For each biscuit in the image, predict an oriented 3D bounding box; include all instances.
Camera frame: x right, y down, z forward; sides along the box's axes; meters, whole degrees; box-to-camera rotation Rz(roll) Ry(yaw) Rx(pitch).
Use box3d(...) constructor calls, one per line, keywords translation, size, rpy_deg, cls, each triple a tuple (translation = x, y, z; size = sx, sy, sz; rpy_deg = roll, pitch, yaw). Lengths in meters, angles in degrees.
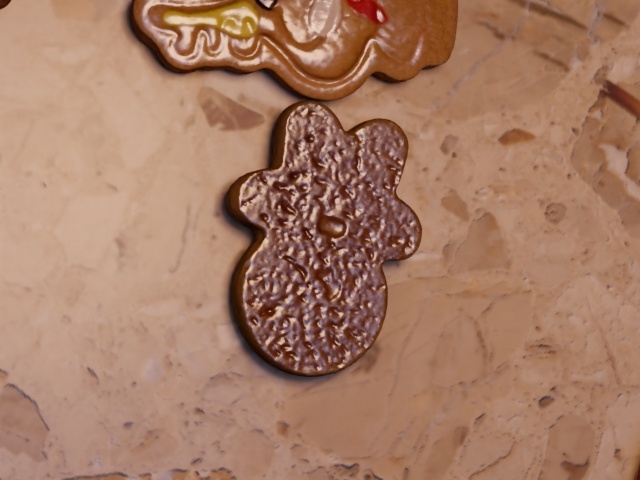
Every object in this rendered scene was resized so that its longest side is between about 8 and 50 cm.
box3d(translation=(-0.018, -0.215, 1.660), size=(0.295, 0.044, 0.186), rpy_deg=(6, 85, -19), cls="biscuit")
box3d(translation=(0.000, 0.000, 1.645), size=(0.179, 0.039, 0.236), rpy_deg=(16, 80, -20), cls="biscuit")

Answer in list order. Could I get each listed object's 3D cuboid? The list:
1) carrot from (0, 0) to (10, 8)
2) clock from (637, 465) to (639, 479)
box3d(translation=(-0.337, -0.214, 1.536), size=(0.186, 0.060, 0.060), rpy_deg=(4, 83, -17), cls="carrot")
box3d(translation=(0.380, 0.233, 1.751), size=(0.205, 0.051, 0.205), rpy_deg=(2, 85, -21), cls="clock")
